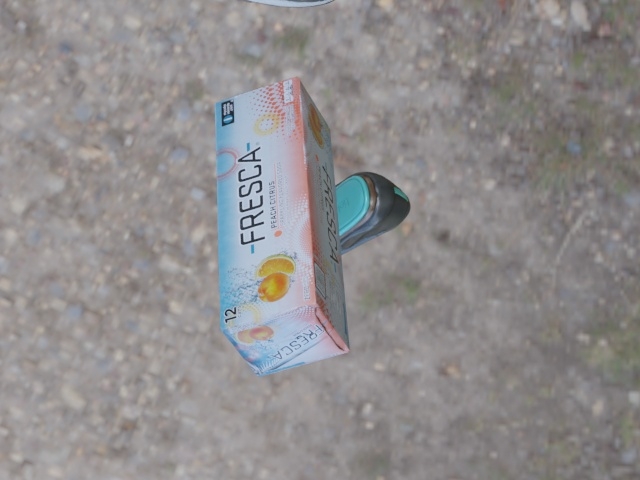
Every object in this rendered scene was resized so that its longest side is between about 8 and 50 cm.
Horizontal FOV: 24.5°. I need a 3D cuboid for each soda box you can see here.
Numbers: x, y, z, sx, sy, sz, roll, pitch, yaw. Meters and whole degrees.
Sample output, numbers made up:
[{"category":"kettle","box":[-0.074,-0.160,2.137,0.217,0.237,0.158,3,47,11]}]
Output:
[{"category":"soda box","box":[-0.025,-0.011,0.903,0.063,0.183,0.058,-16,140,15]}]

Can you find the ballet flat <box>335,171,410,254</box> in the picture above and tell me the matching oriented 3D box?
[{"category":"ballet flat","box":[0.000,0.000,1.780,0.096,0.095,0.280,8,157,-43]}]

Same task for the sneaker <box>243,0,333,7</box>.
[{"category":"sneaker","box":[-0.053,-0.367,1.467,0.258,0.169,0.448,0,162,45]}]
